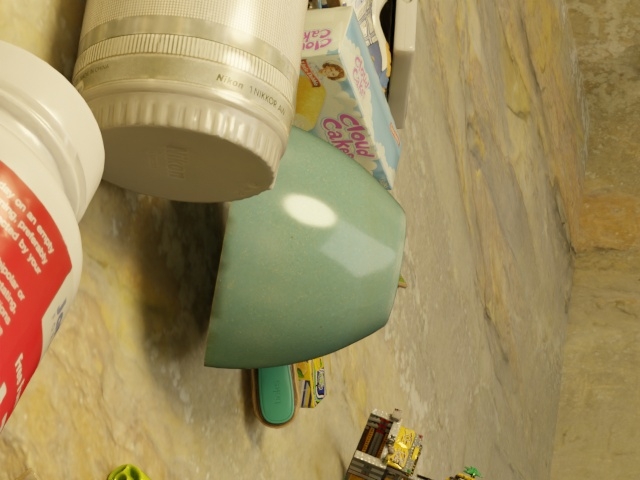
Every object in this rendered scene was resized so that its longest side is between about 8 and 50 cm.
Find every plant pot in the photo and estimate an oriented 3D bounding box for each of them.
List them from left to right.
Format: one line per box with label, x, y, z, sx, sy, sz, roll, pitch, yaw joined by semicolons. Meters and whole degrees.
plant pot;-0.011;0.016;1.536;0.290;0.196;0.290;-170;-90;-88

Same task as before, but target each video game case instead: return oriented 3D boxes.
video game case;0.134;-0.373;2.166;0.329;0.036;0.299;89;5;-74

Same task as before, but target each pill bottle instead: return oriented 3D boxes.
pill bottle;-0.294;0.048;0.876;0.407;0.229;0.229;-68;150;-45

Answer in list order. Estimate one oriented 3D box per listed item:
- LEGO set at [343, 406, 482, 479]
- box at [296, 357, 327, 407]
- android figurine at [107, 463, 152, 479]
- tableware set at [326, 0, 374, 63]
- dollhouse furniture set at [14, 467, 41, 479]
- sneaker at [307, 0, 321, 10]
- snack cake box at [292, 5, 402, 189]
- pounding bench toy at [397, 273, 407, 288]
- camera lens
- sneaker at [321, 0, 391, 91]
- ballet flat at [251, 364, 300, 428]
LEGO set;0.116;0.394;1.920;0.331;0.255;0.192;-53;166;-42
box;-0.034;0.136;1.812;0.054;0.059;0.168;-39;125;-65
android figurine;-0.195;0.360;1.376;0.273;0.056;0.248;54;39;-53
tableware set;0.034;-0.268;1.841;0.141;0.020;0.168;107;-36;-69
dollhouse furniture set;-0.275;0.319;1.185;0.182;0.161;0.101;-39;175;-16
sneaker;-0.017;-0.288;1.875;0.073;0.063;0.162;30;61;-71
snack cake box;0.000;-0.178;1.783;0.264;0.152;0.089;65;32;-47
pounding bench toy;0.084;0.053;2.138;0.083;0.065;0.052;61;15;16
camera lens;-0.127;-0.199;1.351;0.219;0.219;0.274;46;47;-61
sneaker;0.029;-0.317;1.977;0.131;0.112;0.296;20;68;-50
ballet flat;-0.066;0.123;1.741;0.073;0.080;0.232;-170;-99;-82
